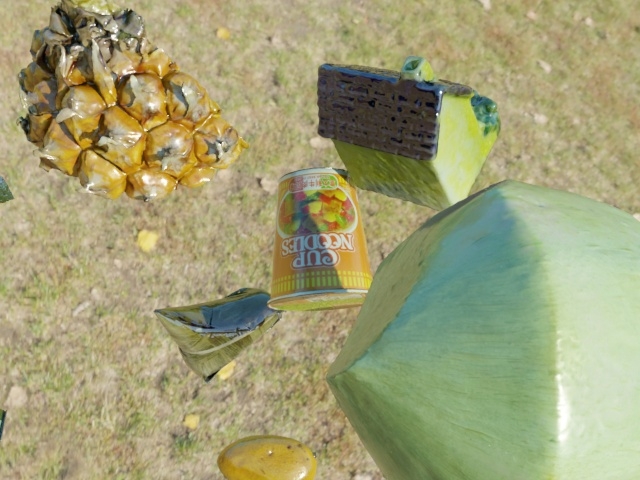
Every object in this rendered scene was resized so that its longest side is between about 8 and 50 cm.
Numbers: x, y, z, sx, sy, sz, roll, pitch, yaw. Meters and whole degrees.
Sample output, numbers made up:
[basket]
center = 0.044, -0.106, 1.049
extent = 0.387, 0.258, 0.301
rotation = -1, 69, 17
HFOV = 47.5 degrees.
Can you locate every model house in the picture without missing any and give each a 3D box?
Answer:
[model house]
center = 0.104, -0.172, 0.936
extent = 0.194, 0.211, 0.170
rotation = 21, 72, 34

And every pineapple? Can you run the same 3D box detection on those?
[pineapple]
center = -0.199, -0.130, 0.623
extent = 0.250, 0.164, 0.139
rotation = 36, 70, 11

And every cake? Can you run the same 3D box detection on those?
[cake]
center = -0.672, -0.071, 1.430
extent = 0.140, 0.055, 0.051
rotation = -39, 45, -13

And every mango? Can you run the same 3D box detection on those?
[mango]
center = -0.123, 0.518, 1.660
extent = 0.228, 0.147, 0.109
rotation = 6, 8, -7

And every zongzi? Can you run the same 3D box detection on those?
[zongzi]
center = -0.166, 0.115, 1.231
extent = 0.205, 0.204, 0.094
rotation = -38, 48, -15

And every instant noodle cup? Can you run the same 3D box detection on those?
[instant noodle cup]
center = 0.000, 0.000, 1.051
extent = 0.169, 0.168, 0.184
rotation = 3, 76, -22

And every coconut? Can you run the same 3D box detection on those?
[coconut]
center = 0.157, 0.105, 0.623
extent = 0.329, 0.328, 0.281
rotation = -1, 37, -24

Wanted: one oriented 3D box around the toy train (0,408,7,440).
[toy train]
center = -0.632, 0.304, 1.185
extent = 0.226, 0.090, 0.137
rotation = 36, 17, -29
